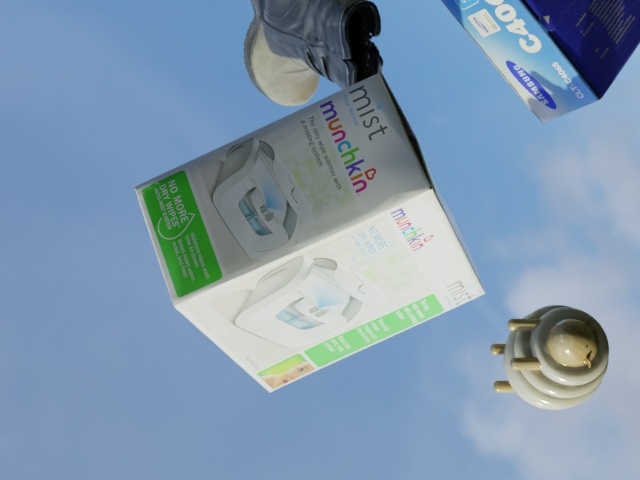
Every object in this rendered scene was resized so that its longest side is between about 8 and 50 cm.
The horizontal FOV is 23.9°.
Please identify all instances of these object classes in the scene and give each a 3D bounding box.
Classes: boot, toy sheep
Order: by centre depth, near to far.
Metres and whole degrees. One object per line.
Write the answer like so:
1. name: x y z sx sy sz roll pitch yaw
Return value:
1. toy sheep: 0.186 0.095 1.215 0.091 0.091 0.132 64 165 14
2. boot: -0.003 -0.186 1.554 0.161 0.083 0.246 46 160 27

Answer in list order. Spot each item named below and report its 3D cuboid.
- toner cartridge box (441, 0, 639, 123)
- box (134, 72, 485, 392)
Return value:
1. toner cartridge box: 0.249 -0.279 1.352 0.165 0.075 0.348 48 -124 -14
2. box: 0.000 0.000 1.320 0.262 0.231 0.127 55 -168 -64
